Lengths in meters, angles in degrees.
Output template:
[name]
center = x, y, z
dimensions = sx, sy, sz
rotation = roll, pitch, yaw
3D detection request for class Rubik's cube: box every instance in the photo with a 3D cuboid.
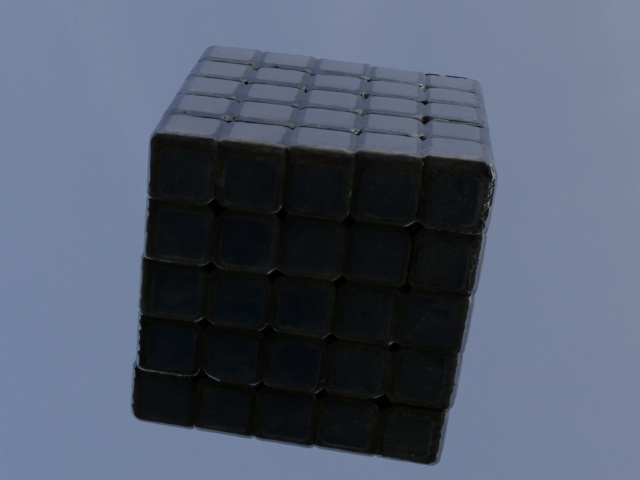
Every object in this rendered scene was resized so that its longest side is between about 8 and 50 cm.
[Rubik's cube]
center = 0.000, 0.000, 0.914
dimensions = 0.237, 0.238, 0.237
rotation = 9, -66, 2
